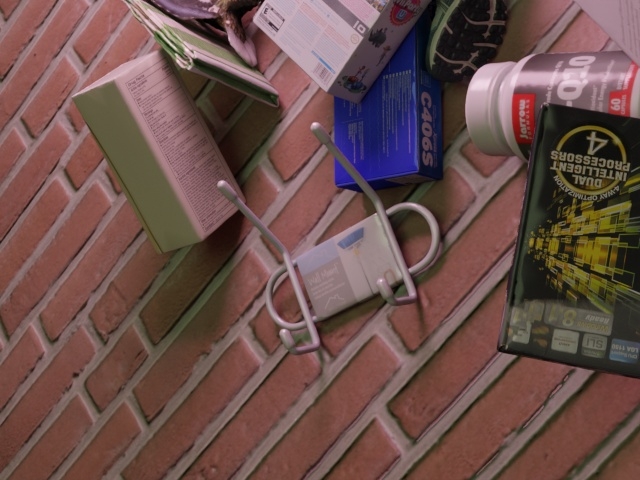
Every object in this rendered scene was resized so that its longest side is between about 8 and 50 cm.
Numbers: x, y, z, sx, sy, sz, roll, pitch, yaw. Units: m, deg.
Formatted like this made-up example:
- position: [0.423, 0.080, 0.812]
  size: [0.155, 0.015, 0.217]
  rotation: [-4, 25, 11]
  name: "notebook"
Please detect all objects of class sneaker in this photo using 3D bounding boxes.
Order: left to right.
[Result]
- position: [0.228, -0.379, 2.028]
  size: [0.122, 0.110, 0.283]
  rotation: [22, 89, 58]
  name: "sneaker"

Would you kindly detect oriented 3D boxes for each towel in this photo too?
- position: [-0.228, -0.350, 2.278]
  size: [0.325, 0.248, 0.038]
  rotation: [43, 107, 37]
  name: "towel"

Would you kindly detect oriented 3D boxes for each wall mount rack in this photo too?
- position: [0.000, 0.000, 2.047]
  size: [0.350, 0.130, 0.304]
  rotation: [-29, 75, 30]
  name: "wall mount rack"

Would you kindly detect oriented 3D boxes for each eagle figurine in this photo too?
- position: [-0.202, -0.453, 2.315]
  size: [0.298, 0.226, 0.225]
  rotation: [8, 46, 24]
  name: "eagle figurine"

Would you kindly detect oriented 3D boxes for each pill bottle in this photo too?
- position: [0.354, -0.182, 1.812]
  size: [0.283, 0.161, 0.161]
  rotation: [4, 81, 40]
  name: "pill bottle"

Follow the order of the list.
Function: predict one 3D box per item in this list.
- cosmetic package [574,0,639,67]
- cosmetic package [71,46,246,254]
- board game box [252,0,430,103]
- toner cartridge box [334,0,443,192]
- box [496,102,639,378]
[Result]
- position: [0.475, -0.342, 1.656]
  size: [0.230, 0.161, 0.453]
  rotation: [-25, 47, -4]
  name: "cosmetic package"
- position: [-0.270, -0.152, 2.213]
  size: [0.113, 0.160, 0.309]
  rotation: [-17, 107, 36]
  name: "cosmetic package"
- position: [0.057, -0.402, 2.032]
  size: [0.224, 0.097, 0.303]
  rotation: [48, 113, 33]
  name: "board game box"
- position: [0.106, -0.259, 2.078]
  size: [0.165, 0.075, 0.347]
  rotation: [-7, 78, 36]
  name: "toner cartridge box"
- position: [0.437, 0.019, 1.608]
  size: [0.395, 0.097, 0.318]
  rotation: [11, 85, 6]
  name: "box"
